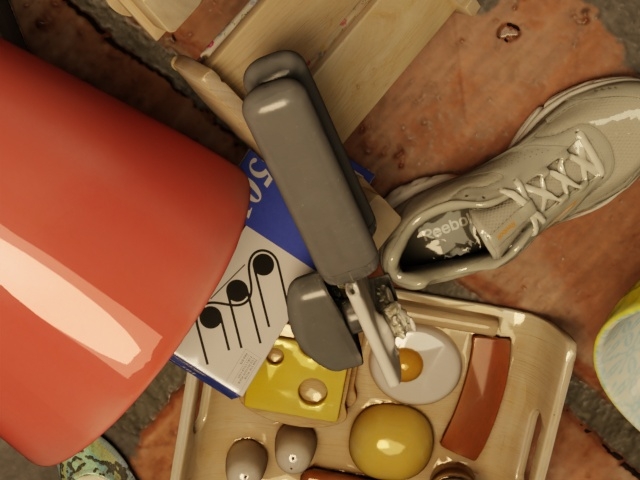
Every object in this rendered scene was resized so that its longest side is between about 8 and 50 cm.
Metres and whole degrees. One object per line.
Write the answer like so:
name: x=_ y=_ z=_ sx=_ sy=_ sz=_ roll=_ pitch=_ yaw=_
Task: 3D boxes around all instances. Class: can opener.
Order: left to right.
can opener: x=0.000 y=0.000 z=0.946 sx=0.093 sy=0.074 sz=0.280 roll=-15 pitch=127 yaw=7

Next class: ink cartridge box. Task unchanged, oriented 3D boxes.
ink cartridge box: x=-0.052 y=0.010 z=1.046 sx=0.097 sy=0.046 sz=0.207 roll=33 pitch=74 yaw=-7

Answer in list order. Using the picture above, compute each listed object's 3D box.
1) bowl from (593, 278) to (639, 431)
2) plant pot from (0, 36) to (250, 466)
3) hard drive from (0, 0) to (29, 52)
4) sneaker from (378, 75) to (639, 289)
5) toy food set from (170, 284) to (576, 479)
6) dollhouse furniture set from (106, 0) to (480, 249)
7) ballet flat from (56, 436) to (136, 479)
bowl: x=0.371 y=0.074 z=1.019 sx=0.289 sy=0.289 sz=0.156 roll=34 pitch=64 yaw=-7
plant pot: x=-0.224 y=-0.015 z=0.960 sx=0.243 sy=0.275 sz=0.275 roll=38 pitch=106 yaw=-20
hard drive: x=-0.422 y=-0.178 z=1.051 sx=0.338 sy=0.064 sz=0.237 roll=-18 pitch=105 yaw=9
sneaker: x=0.159 y=-0.031 z=1.034 sx=0.262 sy=0.121 sz=0.099 roll=-31 pitch=104 yaw=12
toy food set: x=0.037 y=0.154 z=1.113 sx=0.306 sy=0.092 sz=0.220 roll=10 pitch=108 yaw=0
dollhouse furniture set: x=-0.007 y=-0.224 z=1.009 sx=0.303 sy=0.174 sz=0.355 roll=-49 pitch=125 yaw=-9
ballet flat: x=-0.182 y=0.257 z=1.173 sx=0.070 sy=0.070 sz=0.188 roll=-20 pitch=105 yaw=9
